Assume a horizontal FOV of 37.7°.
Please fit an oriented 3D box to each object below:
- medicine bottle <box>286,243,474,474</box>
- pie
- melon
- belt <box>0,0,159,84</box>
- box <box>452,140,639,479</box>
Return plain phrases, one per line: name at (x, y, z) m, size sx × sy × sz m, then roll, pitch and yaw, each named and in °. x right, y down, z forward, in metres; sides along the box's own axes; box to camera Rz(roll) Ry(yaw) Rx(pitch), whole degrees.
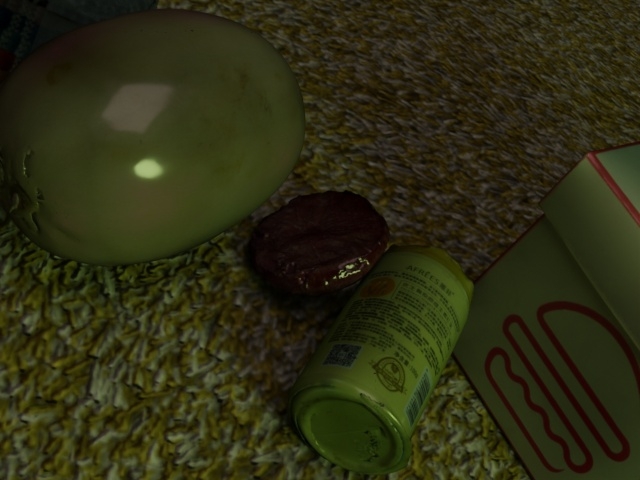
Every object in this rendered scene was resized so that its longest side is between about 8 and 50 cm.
medicine bottle at (0.066, 0.103, 0.910) m, size 0.124 × 0.124 × 0.239 m, roll 37°, pitch 43°, yaw -1°
pie at (0.000, 0.000, 0.964) m, size 0.155 × 0.036 × 0.154 m, roll -9°, pitch 38°, yaw 7°
melon at (-0.155, -0.098, 0.857) m, size 0.317 × 0.223 × 0.223 m, roll -28°, pitch 73°, yaw -41°
belt at (-0.300, -0.250, 0.948) m, size 0.258 × 0.150 × 0.207 m, roll 28°, pitch 35°, yaw -12°
box at (0.362, 0.094, 0.974) m, size 0.314 × 0.300 × 0.312 m, roll -14°, pitch 63°, yaw -38°
